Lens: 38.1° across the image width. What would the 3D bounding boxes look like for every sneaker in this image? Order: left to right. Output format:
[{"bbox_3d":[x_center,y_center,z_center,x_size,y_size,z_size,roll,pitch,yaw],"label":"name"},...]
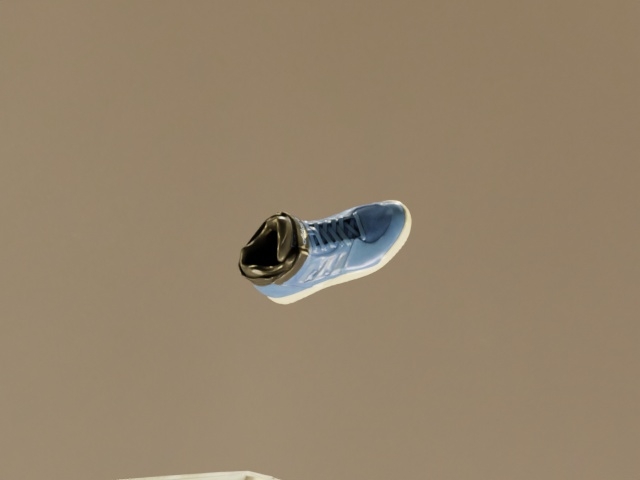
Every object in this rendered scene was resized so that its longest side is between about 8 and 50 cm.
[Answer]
[{"bbox_3d":[0.000,0.001,0.800,0.152,0.084,0.058,-25,-120,16],"label":"sneaker"}]

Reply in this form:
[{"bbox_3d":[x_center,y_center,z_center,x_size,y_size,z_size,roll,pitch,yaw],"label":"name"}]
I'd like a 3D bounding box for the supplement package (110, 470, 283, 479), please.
[{"bbox_3d":[-0.010,0.207,0.480,0.261,0.204,0.145,21,-117,-41],"label":"supplement package"}]
